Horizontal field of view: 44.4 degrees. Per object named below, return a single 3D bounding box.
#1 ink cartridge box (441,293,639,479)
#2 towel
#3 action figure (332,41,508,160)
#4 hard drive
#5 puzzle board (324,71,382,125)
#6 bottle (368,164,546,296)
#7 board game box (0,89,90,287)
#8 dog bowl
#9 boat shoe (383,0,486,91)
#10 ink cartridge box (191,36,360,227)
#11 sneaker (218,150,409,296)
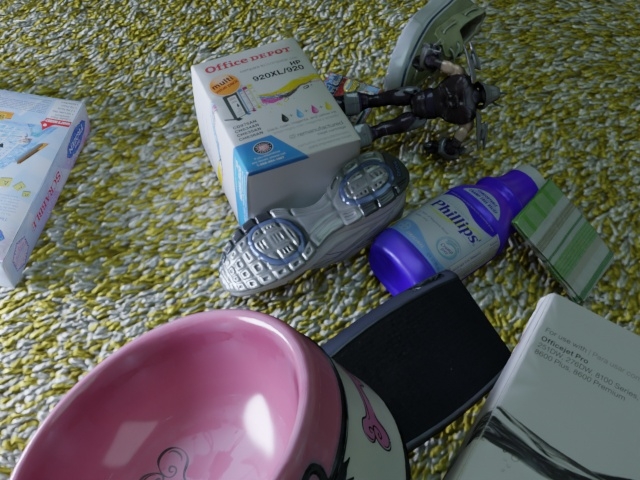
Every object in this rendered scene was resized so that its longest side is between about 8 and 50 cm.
[{"bbox_3d":[0.185,0.291,0.765,0.166,0.285,0.395,28,57,15],"label":"ink cartridge box"},{"bbox_3d":[0.344,0.001,1.112,0.152,0.023,0.113,49,58,-5],"label":"towel"},{"bbox_3d":[0.147,-0.209,1.218,0.285,0.099,0.185,-9,90,5],"label":"action figure"},{"bbox_3d":[0.107,0.159,0.962,0.255,0.054,0.172,-31,83,-17],"label":"hard drive"},{"bbox_3d":[0.037,-0.230,1.317,0.096,0.011,0.128,20,55,12],"label":"puzzle board"},{"bbox_3d":[0.205,-0.017,1.115,0.283,0.092,0.118,-31,63,-23],"label":"bottle"},{"bbox_3d":[-0.547,-0.099,1.156,0.319,0.066,0.318,10,53,4],"label":"board game box"},{"bbox_3d":[-0.127,0.235,0.761,0.408,0.150,0.408,-21,34,15],"label":"dog bowl"},{"bbox_3d":[0.202,-0.345,1.353,0.094,0.109,0.302,25,53,13],"label":"boat shoe"},{"bbox_3d":[-0.069,-0.147,1.151,0.171,0.168,0.232,-19,56,-15],"label":"ink cartridge box"},{"bbox_3d":[0.000,0.000,1.088,0.297,0.129,0.111,-28,60,0],"label":"sneaker"}]
